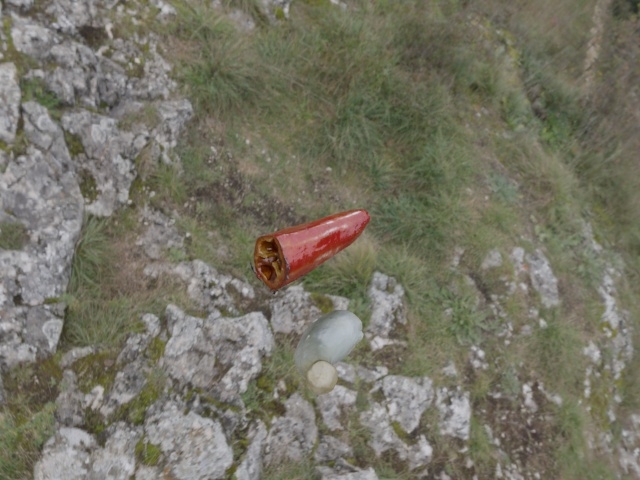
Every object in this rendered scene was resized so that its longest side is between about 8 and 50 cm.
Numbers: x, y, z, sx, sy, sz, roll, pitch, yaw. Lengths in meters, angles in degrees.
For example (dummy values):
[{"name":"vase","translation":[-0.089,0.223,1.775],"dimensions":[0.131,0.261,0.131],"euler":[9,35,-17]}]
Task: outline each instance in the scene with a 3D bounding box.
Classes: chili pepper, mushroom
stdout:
[{"name":"chili pepper","translation":[0.000,-0.004,0.689],"dimensions":[0.168,0.088,0.065],"euler":[-26,76,-33]},{"name":"mushroom","translation":[0.006,0.225,1.102],"dimensions":[0.270,0.118,0.103],"euler":[-44,127,-65]}]
